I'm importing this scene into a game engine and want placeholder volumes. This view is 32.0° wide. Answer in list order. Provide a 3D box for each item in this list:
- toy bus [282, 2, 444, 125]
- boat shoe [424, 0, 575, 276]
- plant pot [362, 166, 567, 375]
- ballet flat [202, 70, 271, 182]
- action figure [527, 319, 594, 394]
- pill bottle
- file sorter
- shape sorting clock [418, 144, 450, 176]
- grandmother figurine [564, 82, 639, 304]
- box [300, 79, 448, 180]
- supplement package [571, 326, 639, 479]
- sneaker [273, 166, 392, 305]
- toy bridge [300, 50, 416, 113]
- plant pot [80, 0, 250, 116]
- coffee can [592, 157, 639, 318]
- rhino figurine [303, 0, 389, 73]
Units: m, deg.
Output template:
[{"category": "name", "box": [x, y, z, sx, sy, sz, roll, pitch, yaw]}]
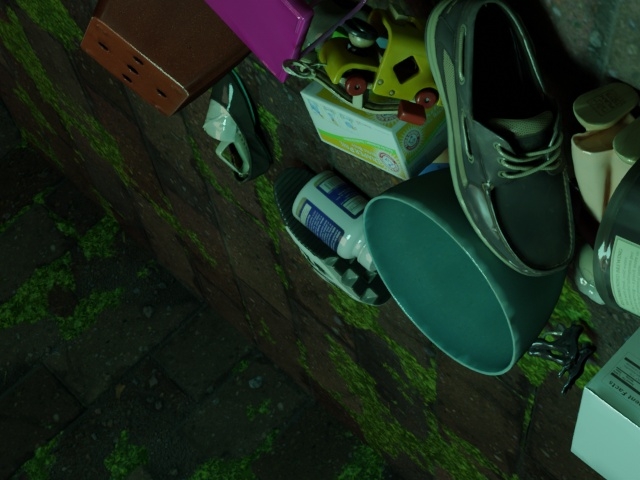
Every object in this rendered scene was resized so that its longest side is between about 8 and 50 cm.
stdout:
[{"category": "toy bus", "box": [0.086, -0.241, 1.401, 0.191, 0.202, 0.104, 30, 120, 15]}, {"category": "boat shoe", "box": [0.215, -0.120, 1.303, 0.130, 0.132, 0.355, -149, 37, -82]}, {"category": "plant pot", "box": [0.225, 0.009, 1.525, 0.290, 0.195, 0.290, 44, 157, 24]}, {"category": "ballet flat", "box": [-0.169, -0.213, 2.193, 0.095, 0.096, 0.280, 33, 157, 38]}, {"category": "action figure", "box": [0.295, 0.133, 1.803, 0.275, 0.141, 0.164, 36, 170, 28]}, {"category": "pill bottle", "box": [0.050, -0.032, 2.051, 0.186, 0.112, 0.112, 41, 161, 20]}, {"category": "file sorter", "box": [-0.070, -0.397, 1.445, 0.291, 0.182, 0.202, 47, 163, 4]}, {"category": "shape sorting clock", "box": [0.227, -0.067, 1.689, 0.206, 0.040, 0.206, 32, 155, 17]}, {"category": "grandmother figurine", "box": [0.354, -0.039, 1.369, 0.342, 0.104, 0.208, 75, 170, -52]}, {"category": "box", "box": [0.087, -0.186, 1.643, 0.203, 0.114, 0.103, 29, 155, 41]}, {"category": "supplement package", "box": [0.462, 0.183, 1.321, 0.198, 0.262, 0.199, 38, 159, 26]}, {"category": "sneaker", "box": [0.000, 0.000, 2.214, 0.330, 0.122, 0.146, 53, 159, -16]}, {"category": "toy bridge", "box": [0.056, -0.210, 1.549, 0.188, 0.026, 0.063, 22, 148, 16]}, {"category": "plant pot", "box": [-0.221, -0.347, 1.728, 0.267, 0.236, 0.267, 38, 164, -11]}, {"category": "coffee can", "box": [0.449, 0.031, 1.133, 0.275, 0.201, 0.201, 29, 155, 43]}, {"category": "rhino figurine", "box": [0.035, -0.282, 1.595, 0.243, 0.073, 0.106, 31, 114, 39]}]
